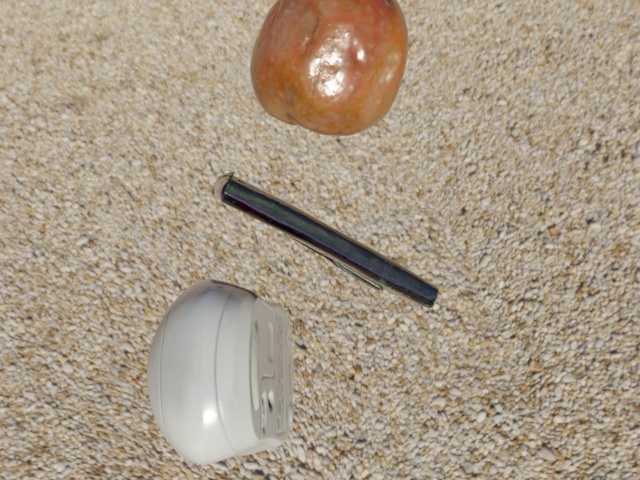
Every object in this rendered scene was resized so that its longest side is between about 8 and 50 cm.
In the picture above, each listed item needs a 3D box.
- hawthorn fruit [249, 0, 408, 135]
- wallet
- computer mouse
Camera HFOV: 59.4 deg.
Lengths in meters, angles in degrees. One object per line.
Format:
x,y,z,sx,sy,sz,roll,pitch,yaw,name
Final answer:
0.010,-0.176,0.510,0.149,0.189,0.149,4,58,-6,hawthorn fruit
0.000,0.000,0.765,0.318,0.172,0.045,29,85,-16,wallet
-0.101,0.143,0.594,0.121,0.297,0.184,-6,78,3,computer mouse
